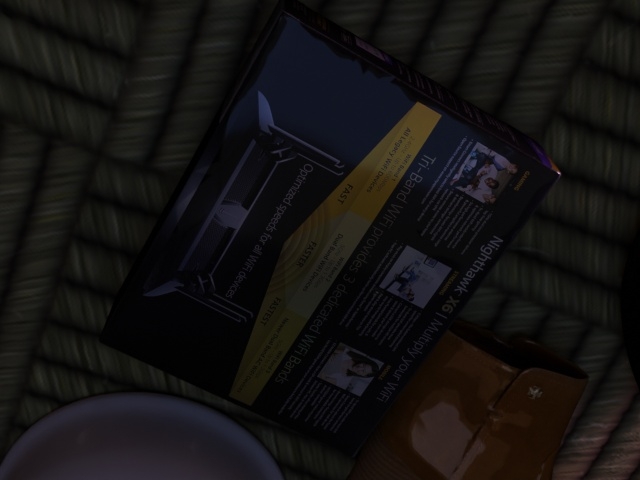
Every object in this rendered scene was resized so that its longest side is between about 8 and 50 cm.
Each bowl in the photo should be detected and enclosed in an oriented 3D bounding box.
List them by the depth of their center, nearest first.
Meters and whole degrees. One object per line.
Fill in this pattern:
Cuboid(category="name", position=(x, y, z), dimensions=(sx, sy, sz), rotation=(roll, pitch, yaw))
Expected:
Cuboid(category="bowl", position=(-0.175, 0.300, 0.816), dimensions=(0.298, 0.134, 0.297), rotation=(0, 114, -1))

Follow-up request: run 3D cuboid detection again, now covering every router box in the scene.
Cuboid(category="router box", position=(0.000, 0.000, 0.711), dimensions=(0.243, 0.081, 0.308), rotation=(28, 111, -13))

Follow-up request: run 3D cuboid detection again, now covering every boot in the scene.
Cuboid(category="boot", position=(0.189, 0.207, 0.800), dimensions=(0.295, 0.104, 0.211), rotation=(28, 111, -9))

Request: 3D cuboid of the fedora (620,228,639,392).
Cuboid(category="fedora", position=(0.404, 0.080, 0.701), dimensions=(0.153, 0.334, 0.334), rotation=(-23, 118, -29))
